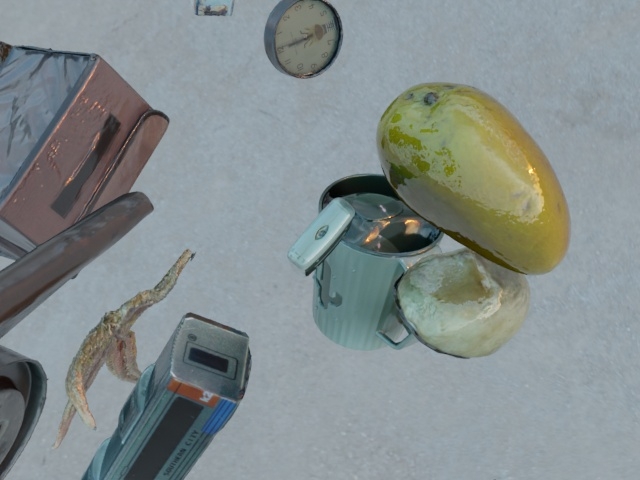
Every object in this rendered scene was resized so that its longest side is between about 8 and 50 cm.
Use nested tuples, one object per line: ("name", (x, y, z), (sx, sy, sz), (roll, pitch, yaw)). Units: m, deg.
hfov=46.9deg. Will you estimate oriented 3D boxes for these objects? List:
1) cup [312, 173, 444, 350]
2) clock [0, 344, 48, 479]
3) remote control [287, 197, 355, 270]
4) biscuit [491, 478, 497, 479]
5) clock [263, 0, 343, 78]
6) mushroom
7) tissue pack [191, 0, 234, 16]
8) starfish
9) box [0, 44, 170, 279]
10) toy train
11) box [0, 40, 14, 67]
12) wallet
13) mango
("cup", (0.132, 0.086, 1.845), (0.310, 0.392, 0.401), (3, 41, -7))
("clock", (-0.525, 0.298, 1.060), (0.066, 0.319, 0.318), (27, 88, 11))
("remote control", (0.000, 0.000, 1.318), (0.056, 0.296, 0.140), (43, 85, 3))
("biscuit", (0.317, 0.507, 1.460), (0.089, 0.087, 0.027), (-26, 62, -20))
("clock", (-0.033, -0.443, 1.607), (0.184, 0.184, 0.040), (-55, 39, 3))
("mushroom", (0.289, 0.109, 1.403), (0.164, 0.267, 0.189), (-53, 23, 38))
("tissue pack", (-0.131, -0.336, 0.911), (0.059, 0.094, 0.074), (-2, 54, -18))
("starfish", (-0.426, 0.247, 1.570), (0.132, 0.398, 0.383), (22, 126, 7))
("box", (-0.348, -0.108, 0.934), (0.188, 0.153, 0.252), (13, 65, 33))
("toy train", (-0.191, 0.235, 0.761), (0.409, 0.089, 0.086), (-54, 19, 34))
("box", (-0.499, -0.151, 1.153), (0.143, 0.184, 0.273), (-6, 91, 10))
("wallet", (-0.264, 0.062, 0.575), (0.165, 0.309, 0.042), (-32, 101, 36))
("mango", (0.240, -0.088, 1.149), (0.182, 0.253, 0.365), (-40, 89, -18))
